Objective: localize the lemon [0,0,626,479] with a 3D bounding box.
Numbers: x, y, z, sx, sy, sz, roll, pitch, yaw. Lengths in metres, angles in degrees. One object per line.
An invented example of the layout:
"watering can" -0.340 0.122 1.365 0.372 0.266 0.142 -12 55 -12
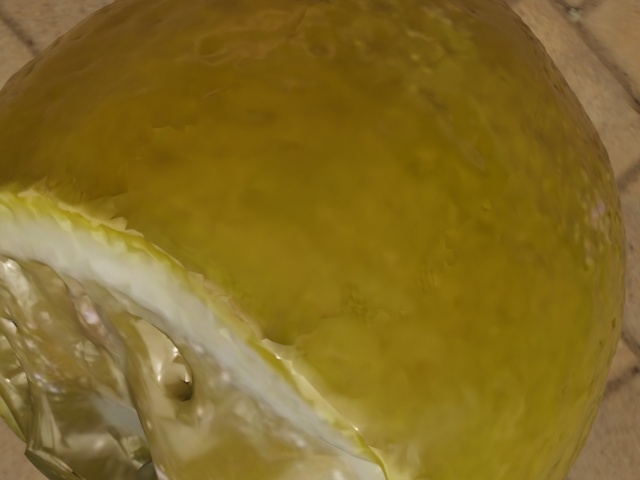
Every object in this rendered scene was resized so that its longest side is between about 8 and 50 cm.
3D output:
"lemon" 0.000 0.000 0.612 0.364 0.364 0.364 2 103 8
